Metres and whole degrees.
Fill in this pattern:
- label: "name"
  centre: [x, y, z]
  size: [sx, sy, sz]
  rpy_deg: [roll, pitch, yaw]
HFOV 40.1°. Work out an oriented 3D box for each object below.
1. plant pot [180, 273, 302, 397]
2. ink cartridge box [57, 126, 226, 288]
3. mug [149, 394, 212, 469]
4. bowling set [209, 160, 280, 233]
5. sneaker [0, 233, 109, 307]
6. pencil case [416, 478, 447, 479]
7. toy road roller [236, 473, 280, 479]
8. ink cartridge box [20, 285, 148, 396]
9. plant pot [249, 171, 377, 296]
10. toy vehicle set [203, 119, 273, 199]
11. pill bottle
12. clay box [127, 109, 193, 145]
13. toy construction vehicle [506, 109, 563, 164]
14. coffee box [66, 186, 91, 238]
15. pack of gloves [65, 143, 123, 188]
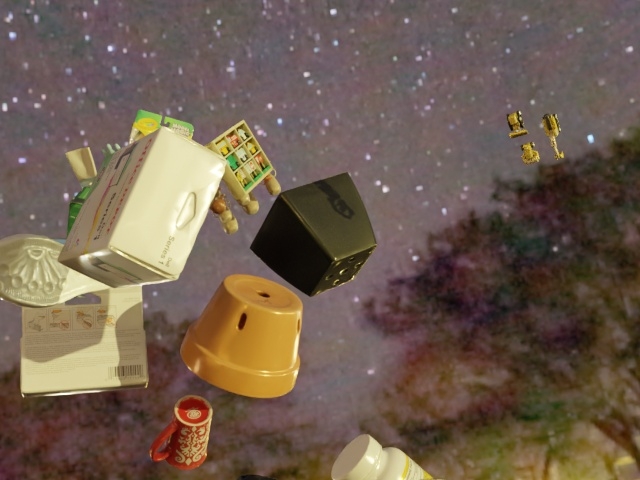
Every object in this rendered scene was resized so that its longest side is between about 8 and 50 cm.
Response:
- label: "plant pot"
  centre: [-0.167, 0.213, 2.097]
  size: [0.291, 0.291, 0.203]
  rpy_deg: [7, -69, -40]
- label: "ink cartridge box"
  centre: [-0.282, -0.042, 1.354]
  size: [0.117, 0.201, 0.278]
  rpy_deg: [29, -19, -26]
- label: "mug"
  centre: [-0.328, 0.474, 2.124]
  size: [0.113, 0.150, 0.169]
  rpy_deg: [28, -49, 11]
- label: "bowling set"
  centre: [-0.289, -0.158, 2.819]
  size: [0.287, 0.154, 0.200]
  rpy_deg: [-39, -24, 24]
- label: "sneaker"
  centre: [-0.550, 0.053, 1.605]
  size: [0.236, 0.130, 0.323]
  rpy_deg: [-1, 1, 30]
- label: "pencil case"
  centre: [0.170, 0.531, 1.629]
  size: [0.183, 0.160, 0.410]
  rpy_deg: [19, -19, -1]
- label: "toy road roller"
  centre: [-0.131, 0.436, 1.129]
  size: [0.240, 0.202, 0.329]
  rpy_deg: [3, -39, 21]
- label: "ink cartridge box"
  centre: [-0.581, 0.241, 2.154]
  size: [0.296, 0.261, 0.066]
  rpy_deg: [-2, -20, -15]
- label: "plant pot"
  centre: [0.000, 0.000, 1.761]
  size: [0.188, 0.167, 0.187]
  rpy_deg: [-19, -27, -38]
- label: "toy vehicle set"
  centre: [-0.221, -0.224, 2.397]
  size: [0.035, 0.166, 0.267]
  rpy_deg: [-28, 11, 21]
- label: "pill bottle"
  centre: [0.194, 0.645, 2.198]
  size: [0.334, 0.188, 0.188]
  rpy_deg: [42, -38, -10]
- label: "clay box"
  centre: [-0.354, -0.152, 1.848]
  size: [0.127, 0.222, 0.053]
  rpy_deg: [16, -8, -12]
- label: "toy construction vehicle"
  centre: [0.375, -0.183, 1.534]
  size: [0.086, 0.098, 0.035]
  rpy_deg: [-12, 12, 26]
- label: "coffee box"
  centre: [-0.577, -0.027, 2.116]
  size: [0.040, 0.184, 0.113]
  rpy_deg: [12, 23, -1]
- label: "pack of gloves"
  centre: [-0.650, -0.173, 2.645]
  size: [0.195, 0.232, 0.046]
  rpy_deg: [-12, 22, 13]
